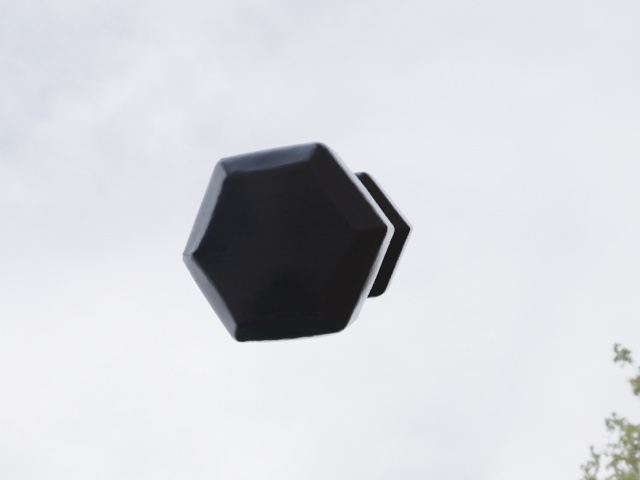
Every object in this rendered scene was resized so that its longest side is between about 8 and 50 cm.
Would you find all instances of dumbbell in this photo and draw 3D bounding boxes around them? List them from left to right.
[{"bbox_3d":[0.000,0.000,0.595,0.144,0.325,0.160,24,-85,9],"label":"dumbbell"}]
